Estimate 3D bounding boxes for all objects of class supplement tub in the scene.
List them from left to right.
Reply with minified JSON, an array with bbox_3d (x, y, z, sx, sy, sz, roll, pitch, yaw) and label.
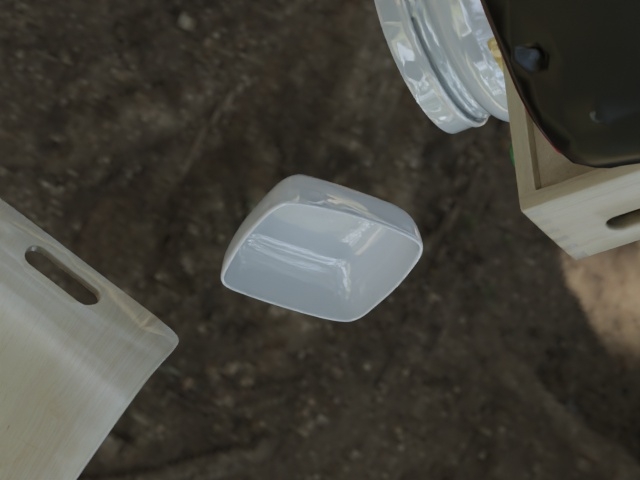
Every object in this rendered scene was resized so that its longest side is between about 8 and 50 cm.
[{"bbox_3d":[0.229,-0.246,1.605,0.228,0.316,0.228,49,29,-40],"label":"supplement tub"}]

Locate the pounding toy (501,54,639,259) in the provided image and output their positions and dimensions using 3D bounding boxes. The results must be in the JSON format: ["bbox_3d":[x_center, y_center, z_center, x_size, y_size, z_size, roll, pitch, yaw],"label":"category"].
[{"bbox_3d":[0.165,-0.063,0.985,0.100,0.141,0.130,36,42,-48],"label":"pounding toy"}]

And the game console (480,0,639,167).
[{"bbox_3d":[0.171,-0.191,0.438,0.060,0.386,0.342,-52,124,-43],"label":"game console"}]

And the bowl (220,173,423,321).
[{"bbox_3d":[0.000,0.000,1.409,0.142,0.053,0.142,17,142,-21],"label":"bowl"}]

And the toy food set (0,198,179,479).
[{"bbox_3d":[-0.283,0.129,1.473,0.306,0.220,0.092,-54,176,26],"label":"toy food set"}]
